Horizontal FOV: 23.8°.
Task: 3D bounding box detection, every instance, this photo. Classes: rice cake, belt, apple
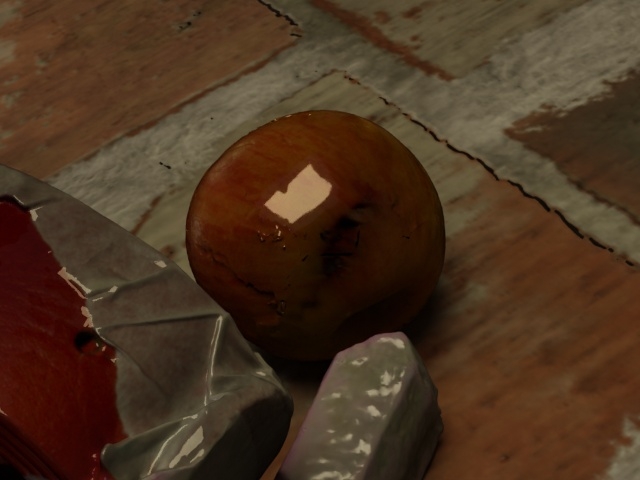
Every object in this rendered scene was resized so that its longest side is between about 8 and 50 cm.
[{"bbox_3d":[-0.031,0.190,0.688,0.056,0.072,0.365,12,50,25],"label":"rice cake"},{"bbox_3d":[-0.156,0.074,0.735,0.324,0.227,0.115,13,50,37],"label":"belt"},{"bbox_3d":[0.000,0.000,0.834,0.146,0.146,0.146,-9,42,8],"label":"apple"}]
